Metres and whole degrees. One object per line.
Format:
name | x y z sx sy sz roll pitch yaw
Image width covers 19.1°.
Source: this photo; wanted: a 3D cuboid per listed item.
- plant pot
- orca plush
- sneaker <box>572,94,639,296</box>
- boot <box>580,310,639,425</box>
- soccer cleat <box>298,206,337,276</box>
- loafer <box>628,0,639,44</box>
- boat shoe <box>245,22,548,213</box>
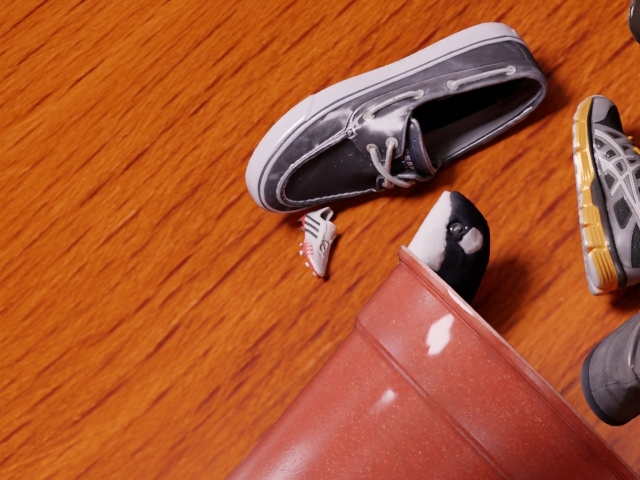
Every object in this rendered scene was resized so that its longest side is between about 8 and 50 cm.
plant pot | 0.066 0.192 1.447 0.265 0.272 0.272 -45 43 1
orca plush | 0.083 0.100 1.621 0.102 0.151 0.287 28 63 11
sneaker | 0.264 -0.041 1.659 0.083 0.084 0.215 -8 51 8
boot | 0.362 0.020 1.474 0.338 0.118 0.223 -24 -6 -26
soccer cleat | 0.000 0.000 1.812 0.036 0.029 0.083 -26 38 16
loafer | 0.332 -0.261 1.817 0.078 0.080 0.220 -9 44 40
boat shoe | 0.074 -0.098 1.806 0.301 0.108 0.102 -25 41 -1
